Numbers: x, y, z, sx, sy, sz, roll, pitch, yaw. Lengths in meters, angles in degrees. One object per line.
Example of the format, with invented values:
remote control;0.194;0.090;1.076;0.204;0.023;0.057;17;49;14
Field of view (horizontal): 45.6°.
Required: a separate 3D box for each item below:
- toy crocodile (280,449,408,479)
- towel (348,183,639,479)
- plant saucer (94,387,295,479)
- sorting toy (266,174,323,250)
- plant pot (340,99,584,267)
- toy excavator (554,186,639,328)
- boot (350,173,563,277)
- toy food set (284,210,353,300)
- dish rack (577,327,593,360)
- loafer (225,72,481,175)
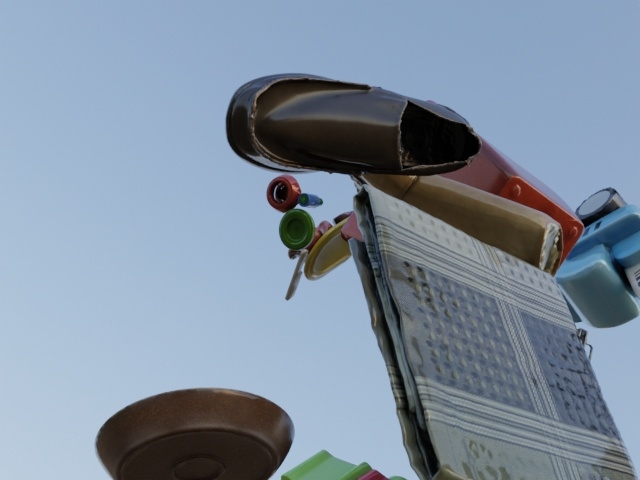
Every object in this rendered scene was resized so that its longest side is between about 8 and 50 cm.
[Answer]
toy crocodile;0.089;0.295;0.708;0.340;0.115;0.105;29;-52;45
towel;0.164;0.114;0.728;0.324;0.312;0.056;24;-50;-34
plant saucer;-0.104;0.182;0.638;0.168;0.029;0.169;-5;-43;-5
sorting toy;-0.026;-0.037;0.942;0.061;0.102;0.042;-32;-18;27
plant pot;0.241;-0.022;1.199;0.267;0.236;0.267;29;-82;-31
toy excavator;0.630;0.069;1.536;0.432;0.445;0.222;-34;-76;28
boot;0.160;-0.060;0.938;0.269;0.089;0.236;27;-14;31
toy food set;0.000;0.000;1.363;0.071;0.217;0.128;38;-42;23
dish rack;0.241;0.229;0.929;0.074;0.272;0.208;26;-31;2
loafer;0.035;-0.091;0.595;0.219;0.078;0.080;-2;-84;-27
